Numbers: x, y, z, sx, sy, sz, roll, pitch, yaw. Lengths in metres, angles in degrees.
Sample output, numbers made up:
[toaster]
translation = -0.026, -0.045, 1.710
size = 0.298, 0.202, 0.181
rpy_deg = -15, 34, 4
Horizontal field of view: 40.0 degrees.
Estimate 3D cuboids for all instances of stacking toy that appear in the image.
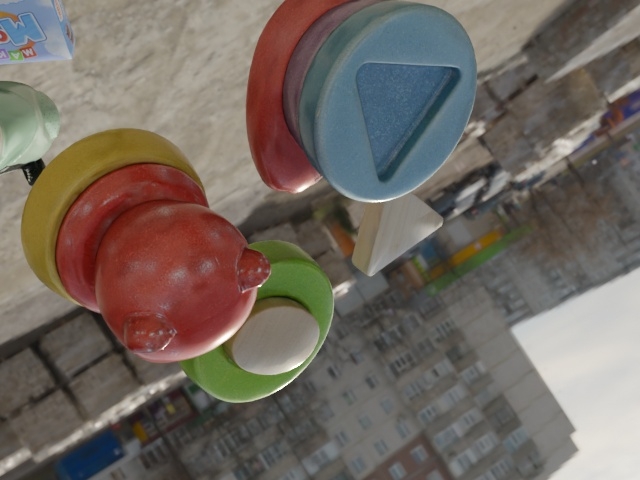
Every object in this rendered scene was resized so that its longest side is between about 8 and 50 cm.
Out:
[stacking toy]
translation = 0.000, 0.000, 0.596
size = 0.309, 0.130, 0.279
rpy_deg = -41, 136, -12

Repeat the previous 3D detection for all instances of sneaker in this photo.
[sneaker]
translation = -0.315, -0.054, 0.643
size = 0.256, 0.094, 0.151
rpy_deg = -11, -170, 12

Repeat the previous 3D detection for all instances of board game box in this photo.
[board game box]
translation = -0.357, -0.267, 0.894
size = 0.160, 0.039, 0.211
rpy_deg = -5, 146, -1
